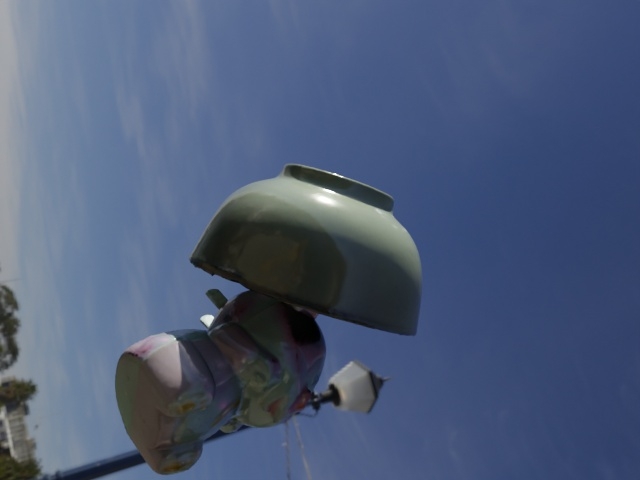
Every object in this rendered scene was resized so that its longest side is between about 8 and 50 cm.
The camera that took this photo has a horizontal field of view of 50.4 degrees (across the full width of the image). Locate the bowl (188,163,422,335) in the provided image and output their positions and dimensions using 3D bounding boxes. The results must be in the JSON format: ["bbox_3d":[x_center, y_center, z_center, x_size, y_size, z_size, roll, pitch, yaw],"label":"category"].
[{"bbox_3d":[0.000,0.000,1.012,0.354,0.354,0.185,16,-92,59],"label":"bowl"}]

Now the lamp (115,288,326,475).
[{"bbox_3d":[-0.143,0.176,0.987,0.247,0.301,0.247,37,-53,36],"label":"lamp"}]
